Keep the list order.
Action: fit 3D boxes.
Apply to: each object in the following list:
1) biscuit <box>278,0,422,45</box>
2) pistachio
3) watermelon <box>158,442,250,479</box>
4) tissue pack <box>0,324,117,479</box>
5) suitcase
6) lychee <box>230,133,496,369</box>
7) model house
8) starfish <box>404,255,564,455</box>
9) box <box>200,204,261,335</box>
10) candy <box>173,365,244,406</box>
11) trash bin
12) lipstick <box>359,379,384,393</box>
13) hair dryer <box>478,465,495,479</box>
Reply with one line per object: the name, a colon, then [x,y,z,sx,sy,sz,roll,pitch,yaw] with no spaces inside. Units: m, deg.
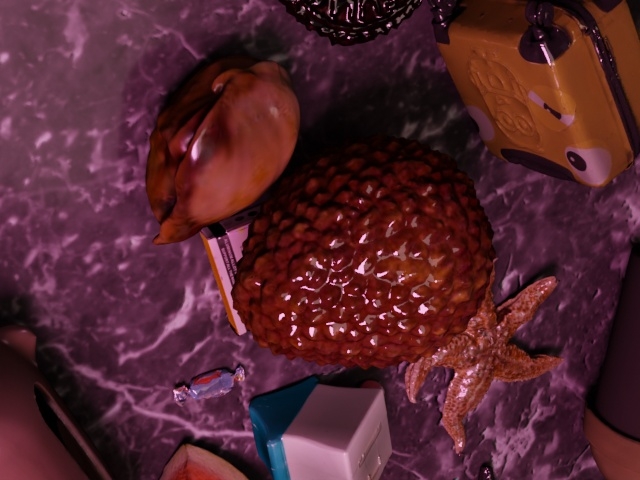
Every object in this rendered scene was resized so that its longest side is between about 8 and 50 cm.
biscuit: [0.034,-0.287,1.011,0.195,0.053,0.194,-10,116,-21]
pistachio: [-0.103,-0.085,1.004,0.210,0.130,0.165,-58,162,8]
watermelon: [-0.133,0.324,1.178,0.193,0.145,0.137,-11,141,0]
tissue pack: [-0.323,0.272,0.972,0.277,0.267,0.387,-30,120,-6]
suitcase: [0.240,-0.181,1.073,0.143,0.194,0.235,-41,124,-14]
lychee: [0.040,0.018,1.008,0.271,0.236,0.236,-23,121,-27]
model house: [-0.008,0.230,1.188,0.127,0.149,0.100,-50,140,-51]
starfish: [0.210,0.135,1.280,0.236,0.062,0.277,-6,113,-23]
box: [0.000,0.000,1.138,0.247,0.033,0.129,-24,120,-13]
candy: [-0.123,0.163,1.162,0.083,0.020,0.030,-15,118,-20]
trash bin: [0.456,0.183,1.331,0.214,0.214,0.333,2,106,-25]
lipstick: [0.046,0.282,1.284,0.053,0.053,0.234,3,107,-26]
hair dryer: [0.242,0.412,1.430,0.114,0.070,0.248,-10,108,-19]
